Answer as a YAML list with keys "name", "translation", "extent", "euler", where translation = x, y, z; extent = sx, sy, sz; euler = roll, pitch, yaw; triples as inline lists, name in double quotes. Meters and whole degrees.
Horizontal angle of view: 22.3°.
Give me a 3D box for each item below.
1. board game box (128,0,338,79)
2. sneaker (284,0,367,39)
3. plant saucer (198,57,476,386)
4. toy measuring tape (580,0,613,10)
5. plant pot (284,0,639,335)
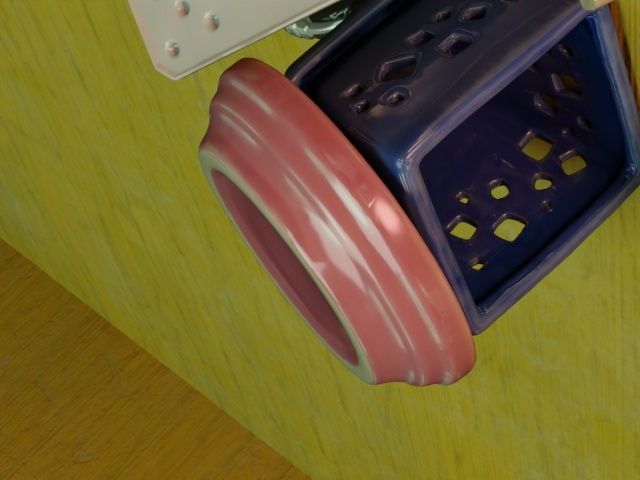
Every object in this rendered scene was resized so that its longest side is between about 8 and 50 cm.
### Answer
- name: "board game box"
  translation: [-0.024, -0.344, 1.008]
  extent: [0.390, 0.050, 0.390]
  euler: [-21, 90, 39]
- name: "sneaker"
  translation: [-0.038, -0.273, 1.567]
  extent: [0.229, 0.086, 0.132]
  euler: [20, 146, 52]
- name: "plant saucer"
  translation: [0.000, 0.000, 1.390]
  extent: [0.332, 0.084, 0.332]
  euler: [52, 170, 13]
- name: "toy measuring tape"
  translation: [0.089, -0.276, 1.029]
  extent: [0.330, 0.121, 0.121]
  euler: [50, 167, 35]
- name: "plant pot"
  translation: [0.115, -0.101, 1.395]
  extent: [0.212, 0.236, 0.236]
  euler: [36, 160, 42]
